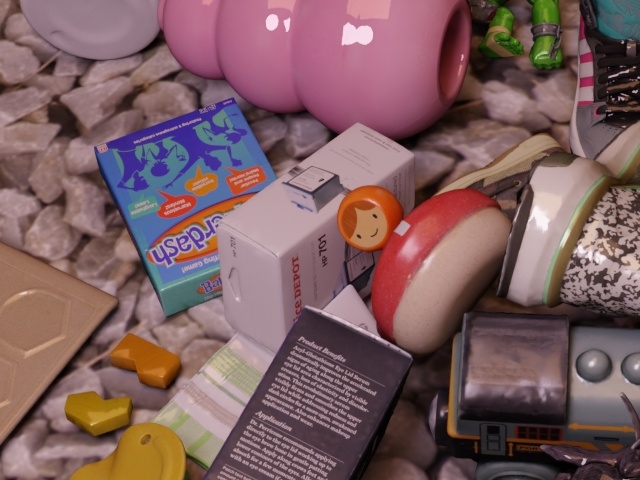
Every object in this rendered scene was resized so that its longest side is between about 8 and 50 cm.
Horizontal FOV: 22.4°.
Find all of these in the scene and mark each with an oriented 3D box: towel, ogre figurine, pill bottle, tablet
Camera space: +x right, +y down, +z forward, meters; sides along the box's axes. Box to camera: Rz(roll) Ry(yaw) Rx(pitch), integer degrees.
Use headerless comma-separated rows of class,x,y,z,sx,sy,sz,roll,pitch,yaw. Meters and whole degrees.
towel,-0.073,0.148,1.512,0.113,0.023,0.152,32,61,27
ogre figurine,0.179,-0.264,1.771,0.197,0.097,0.118,10,71,32
pill bottle,-0.239,-0.357,1.837,0.160,0.160,0.283,1,53,6
tablet,0.033,0.089,1.520,0.054,0.083,0.006,-43,22,-25

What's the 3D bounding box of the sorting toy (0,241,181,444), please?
sorting toy,-0.301,0.114,1.556,0.307,0.041,0.229,24,54,22

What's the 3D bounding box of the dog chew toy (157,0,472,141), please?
dog chew toy,-0.016,-0.217,1.687,0.331,0.207,0.207,11,54,21

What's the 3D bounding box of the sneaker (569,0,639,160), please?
sneaker,0.316,-0.191,1.640,0.123,0.178,0.295,-1,52,5

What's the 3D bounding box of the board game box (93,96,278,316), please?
board game box,-0.122,-0.038,1.647,0.160,0.047,0.210,-21,54,-11

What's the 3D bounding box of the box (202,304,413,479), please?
box,-0.019,0.187,1.384,0.108,0.153,0.207,25,56,7

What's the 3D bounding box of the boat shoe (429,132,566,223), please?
boat shoe,0.172,-0.027,1.590,0.223,0.080,0.073,-35,51,-25

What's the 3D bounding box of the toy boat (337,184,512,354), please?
toy boat,0.079,0.009,1.433,0.151,0.231,0.151,38,86,5

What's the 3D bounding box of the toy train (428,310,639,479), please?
toy train,0.256,0.144,1.369,0.334,0.190,0.142,4,62,9

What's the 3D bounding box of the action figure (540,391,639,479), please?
action figure,0.231,0.262,1.285,0.164,0.141,0.276,20,91,31

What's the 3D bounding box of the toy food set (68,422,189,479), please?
toy food set,-0.168,0.267,1.409,0.128,0.071,0.218,-10,45,29

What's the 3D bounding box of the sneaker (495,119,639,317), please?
sneaker,0.301,0.007,1.427,0.182,0.158,0.410,28,24,22

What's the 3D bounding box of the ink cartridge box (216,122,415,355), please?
ink cartridge box,0.000,0.000,1.527,0.082,0.140,0.190,29,51,30
